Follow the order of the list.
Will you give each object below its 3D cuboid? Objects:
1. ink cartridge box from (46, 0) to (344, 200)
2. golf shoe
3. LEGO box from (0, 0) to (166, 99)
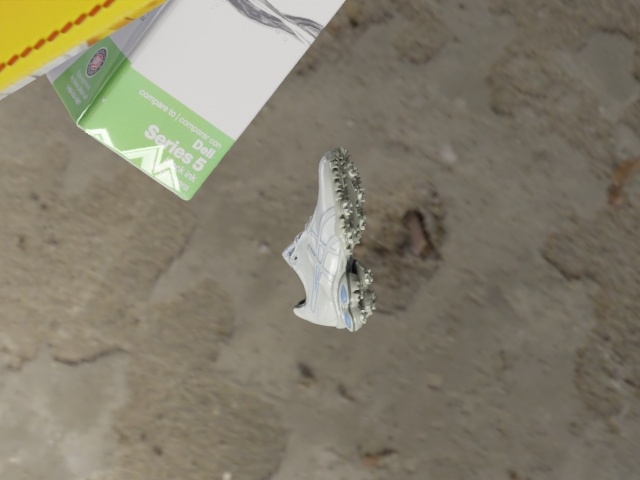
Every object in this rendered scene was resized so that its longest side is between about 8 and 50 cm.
[{"bbox_3d":[-0.085,-0.195,1.280,0.273,0.115,0.198,-51,29,6],"label":"ink cartridge box"},{"bbox_3d":[0.000,0.000,1.540,0.086,0.069,0.176,1,105,20],"label":"golf shoe"},{"bbox_3d":[-0.125,-0.297,0.367,0.372,0.193,0.500,-24,104,36],"label":"LEGO box"}]
